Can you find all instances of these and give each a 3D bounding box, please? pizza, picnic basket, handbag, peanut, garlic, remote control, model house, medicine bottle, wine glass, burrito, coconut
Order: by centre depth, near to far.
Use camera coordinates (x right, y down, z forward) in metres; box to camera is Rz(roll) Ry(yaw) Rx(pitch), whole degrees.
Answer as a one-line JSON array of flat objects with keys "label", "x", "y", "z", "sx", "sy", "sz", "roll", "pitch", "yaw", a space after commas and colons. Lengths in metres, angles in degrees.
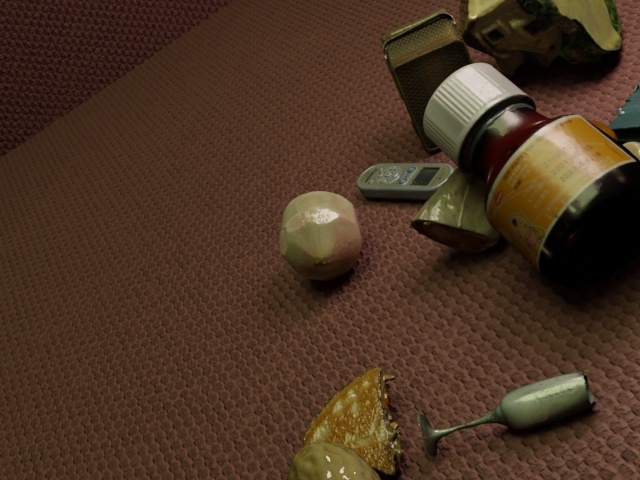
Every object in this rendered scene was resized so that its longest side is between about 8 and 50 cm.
[{"label": "peanut", "x": 0.030, "y": 0.393, "z": 1.359, "sx": 0.152, "sy": 0.152, "sz": 0.313, "roll": -28, "pitch": 31, "yaw": 6}, {"label": "wine glass", "x": 0.273, "y": 0.248, "z": 1.432, "sx": 0.262, "sy": 0.074, "sz": 0.074, "roll": -20, "pitch": 33, "yaw": 17}, {"label": "pizza", "x": 0.074, "y": 0.307, "z": 1.529, "sx": 0.188, "sy": 0.062, "sz": 0.199, "roll": -44, "pitch": 38, "yaw": 2}, {"label": "medicine bottle", "x": 0.350, "y": -0.121, "z": 1.624, "sx": 0.242, "sy": 0.242, "sz": 0.395, "roll": -35, "pitch": 52, "yaw": -6}, {"label": "garlic", "x": 0.557, "y": -0.149, "z": 1.770, "sx": 0.083, "sy": 0.041, "sz": 0.053, "roll": -15, "pitch": 48, "yaw": 39}, {"label": "burrito", "x": 0.302, "y": -0.092, "z": 1.796, "sx": 0.299, "sy": 0.143, "sz": 0.105, "roll": -49, "pitch": 6, "yaw": -17}, {"label": "handbag", "x": 0.639, "y": -0.263, "z": 1.844, "sx": 0.144, "sy": 0.057, "sz": 0.221, "roll": 6, "pitch": 48, "yaw": 50}, {"label": "coconut", "x": 0.000, "y": 0.000, "z": 1.914, "sx": 0.170, "sy": 0.171, "sz": 0.183, "roll": -22, "pitch": 33, "yaw": 15}, {"label": "remote control", "x": 0.178, "y": -0.120, "z": 2.043, "sx": 0.244, "sy": 0.047, "sz": 0.087, "roll": 5, "pitch": 44, "yaw": 45}, {"label": "picnic basket", "x": 0.245, "y": -0.333, "z": 2.081, "sx": 0.165, "sy": 0.267, "sz": 0.139, "roll": -22, "pitch": 40, "yaw": 9}, {"label": "model house", "x": 0.443, "y": -0.465, "z": 2.089, "sx": 0.266, "sy": 0.321, "sz": 0.261, "roll": -27, "pitch": 45, "yaw": 39}]

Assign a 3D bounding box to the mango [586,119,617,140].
[{"label": "mango", "x": 0.493, "y": -0.183, "z": 1.826, "sx": 0.080, "sy": 0.060, "sz": 0.114, "roll": -40, "pitch": 59, "yaw": -22}]
